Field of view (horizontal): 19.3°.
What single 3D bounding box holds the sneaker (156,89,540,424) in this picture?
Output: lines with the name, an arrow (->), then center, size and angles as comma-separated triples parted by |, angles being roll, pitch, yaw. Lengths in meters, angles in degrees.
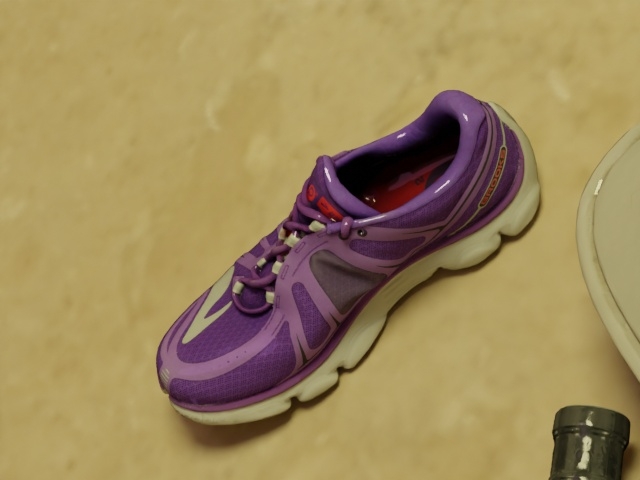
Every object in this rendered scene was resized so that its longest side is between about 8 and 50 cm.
sneaker -> 0.000, 0.000, 0.709 | 0.170, 0.071, 0.068 | -40, 53, 7

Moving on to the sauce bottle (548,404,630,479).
sauce bottle -> 0.081, 0.118, 0.619 | 0.042, 0.042, 0.128 | -4, 62, 28

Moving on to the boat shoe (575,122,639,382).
boat shoe -> 0.209, 0.068, 0.554 | 0.112, 0.095, 0.335 | -53, 47, 0
